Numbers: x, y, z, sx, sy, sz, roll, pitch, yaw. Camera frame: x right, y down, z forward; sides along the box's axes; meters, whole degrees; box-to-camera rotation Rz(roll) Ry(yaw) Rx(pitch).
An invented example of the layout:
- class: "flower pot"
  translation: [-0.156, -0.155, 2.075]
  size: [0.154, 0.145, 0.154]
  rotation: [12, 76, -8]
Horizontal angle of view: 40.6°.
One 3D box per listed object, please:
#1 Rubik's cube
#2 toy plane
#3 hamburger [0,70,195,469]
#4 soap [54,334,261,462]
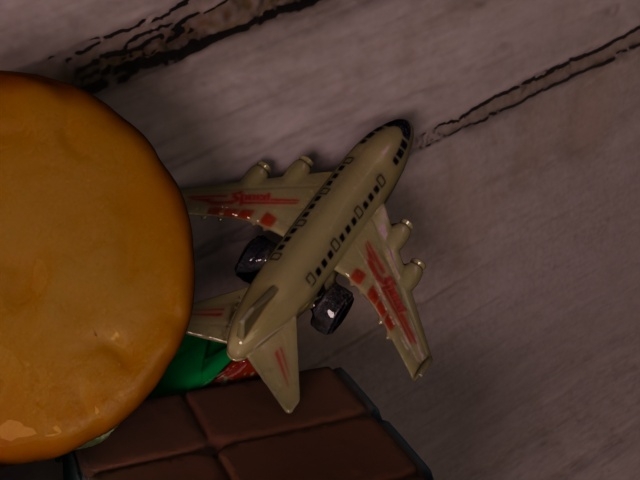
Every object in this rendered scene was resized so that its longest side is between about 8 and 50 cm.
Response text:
- class: "Rubik's cube"
  translation: [-0.043, 0.248, 0.587]
  size: [0.221, 0.224, 0.231]
  rotation: [-7, 115, -24]
- class: "toy plane"
  translation: [0.000, 0.000, 0.667]
  size: [0.256, 0.242, 0.104]
  rotation: [-50, 167, -35]
- class: "hamburger"
  translation: [-0.206, 0.021, 0.535]
  size: [0.246, 0.170, 0.246]
  rotation: [2, 87, -36]
- class: "soap"
  translation: [-0.069, 0.193, 0.745]
  size: [0.218, 0.098, 0.273]
  rotation: [-35, 124, -8]
